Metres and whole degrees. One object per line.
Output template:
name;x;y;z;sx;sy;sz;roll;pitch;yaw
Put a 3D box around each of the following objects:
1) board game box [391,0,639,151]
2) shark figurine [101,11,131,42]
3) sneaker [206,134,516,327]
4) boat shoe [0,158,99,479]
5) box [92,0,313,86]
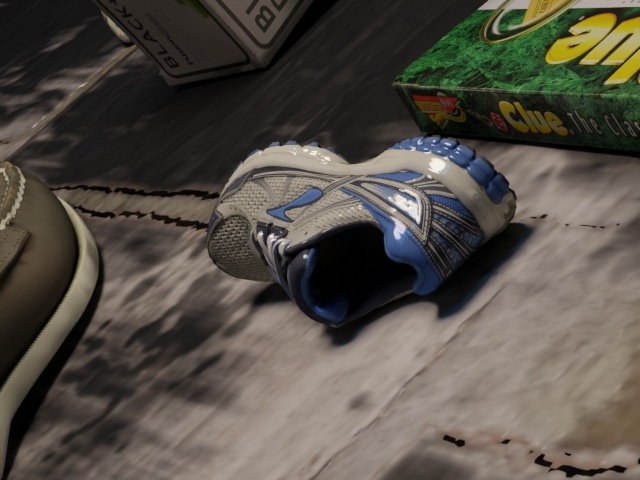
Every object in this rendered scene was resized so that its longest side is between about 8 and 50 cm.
board game box;0.137;-0.080;0.658;0.136;0.030;0.260;-44;22;-16
shark figurine;-0.055;-0.256;1.209;0.278;0.116;0.166;-55;38;9
sneaker;0.000;0.000;0.662;0.135;0.052;0.058;-11;36;49
boat shoe;-0.167;0.036;0.779;0.109;0.091;0.305;-28;22;19
box;-0.030;-0.241;1.009;0.087;0.169;0.290;-3;46;52
